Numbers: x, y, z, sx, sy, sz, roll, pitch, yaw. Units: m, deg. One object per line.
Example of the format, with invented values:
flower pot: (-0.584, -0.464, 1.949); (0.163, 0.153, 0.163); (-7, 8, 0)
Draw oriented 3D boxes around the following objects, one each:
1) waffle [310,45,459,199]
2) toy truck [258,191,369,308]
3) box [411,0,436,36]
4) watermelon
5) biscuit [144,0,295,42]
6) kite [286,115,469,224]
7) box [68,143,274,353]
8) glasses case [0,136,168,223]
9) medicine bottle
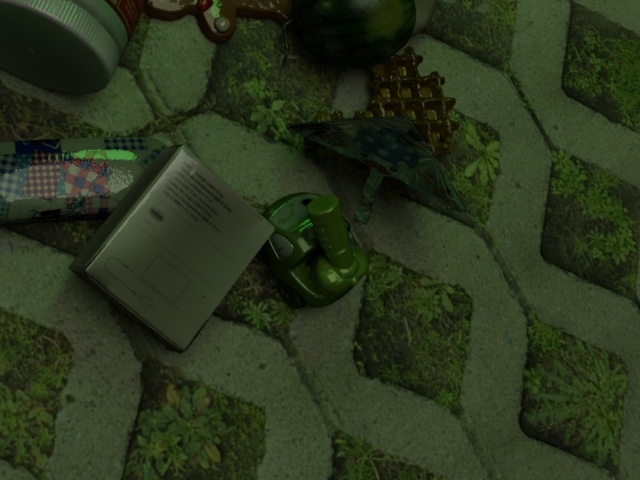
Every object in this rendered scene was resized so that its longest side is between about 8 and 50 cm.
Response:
waffle: (0.120, -0.215, 2.031); (0.259, 0.069, 0.293); (35, 63, -11)
toy truck: (0.001, 0.015, 1.851); (0.148, 0.210, 0.187); (-32, 107, -26)
box: (0.115, -0.454, 2.080); (0.200, 0.088, 0.146); (32, 67, -9)
watermelon: (0.049, -0.402, 1.957); (0.232, 0.127, 0.204); (2, 83, 3)
biscuit: (-0.170, -0.444, 1.990); (0.324, 0.049, 0.205); (-4, 78, -21)
kite: (0.098, -0.125, 1.892); (0.335, 0.011, 0.314); (24, 42, 4)
box: (-0.225, 0.012, 1.762); (0.203, 0.106, 0.252); (41, 76, -20)
glasses case: (-0.381, -0.096, 1.787); (0.327, 0.076, 0.125); (-4, 79, -24)
medicine bottle: (-0.395, -0.390, 1.767); (0.252, 0.252, 0.241); (24, 68, -14)
